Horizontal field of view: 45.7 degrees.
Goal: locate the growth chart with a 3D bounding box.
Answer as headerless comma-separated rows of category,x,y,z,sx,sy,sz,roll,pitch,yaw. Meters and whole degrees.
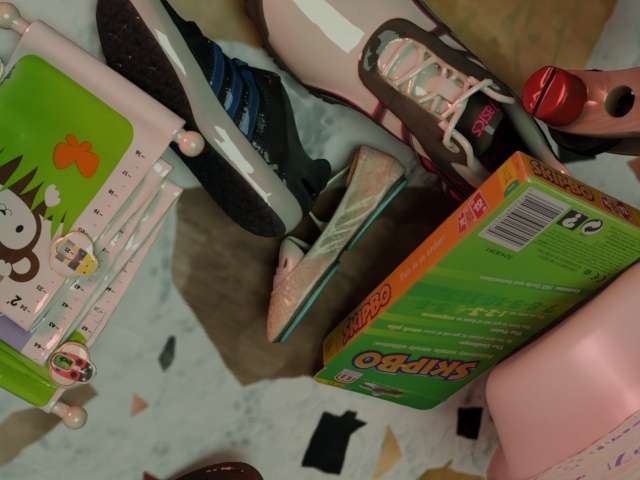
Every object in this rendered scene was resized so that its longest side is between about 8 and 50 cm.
growth chart,-0.185,-0.012,0.488,0.172,0.021,0.237,26,99,-7

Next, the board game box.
board game box,0.109,0.048,0.574,0.124,0.039,0.259,20,130,-25

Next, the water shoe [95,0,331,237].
water shoe,-0.070,-0.096,0.518,0.080,0.073,0.203,-50,118,-34

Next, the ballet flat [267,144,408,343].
ballet flat,0.000,0.000,0.579,0.052,0.057,0.168,37,85,2

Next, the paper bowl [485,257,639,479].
paper bowl,0.244,0.105,0.586,0.284,0.284,0.148,-39,80,-7

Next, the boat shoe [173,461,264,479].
boat shoe,-0.119,0.243,0.592,0.190,0.068,0.072,-29,126,-1

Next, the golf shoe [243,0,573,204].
golf shoe,0.073,-0.115,0.532,0.273,0.120,0.105,33,92,-25

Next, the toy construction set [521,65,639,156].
toy construction set,0.251,-0.130,0.394,0.257,0.237,0.309,-42,136,6
